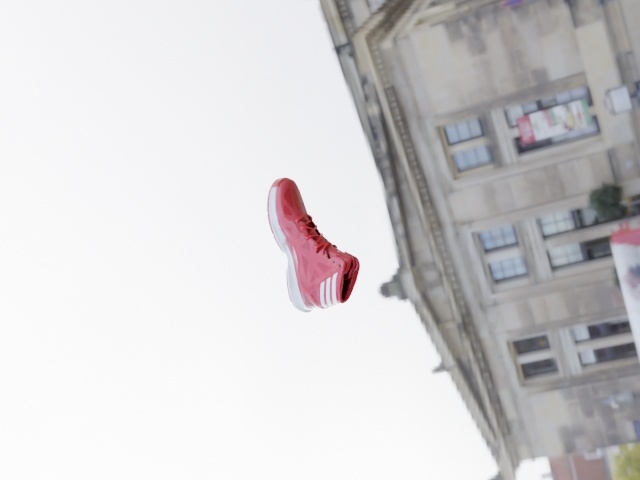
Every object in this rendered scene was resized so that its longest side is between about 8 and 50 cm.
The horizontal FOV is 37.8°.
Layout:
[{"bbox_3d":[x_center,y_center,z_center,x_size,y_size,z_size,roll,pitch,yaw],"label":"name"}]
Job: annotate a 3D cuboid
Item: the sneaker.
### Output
[{"bbox_3d":[0.000,0.000,1.474,0.087,0.128,0.221,-25,-78,-52],"label":"sneaker"}]
